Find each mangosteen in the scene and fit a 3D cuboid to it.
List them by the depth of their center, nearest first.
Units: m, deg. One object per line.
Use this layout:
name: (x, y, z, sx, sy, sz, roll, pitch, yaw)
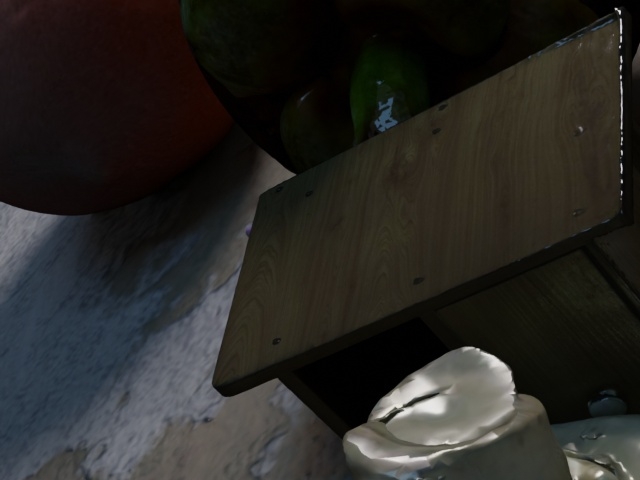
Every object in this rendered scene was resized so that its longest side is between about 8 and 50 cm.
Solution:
mangosteen: (0.052, -0.144, 0.843, 0.300, 0.300, 0.300, -32, 31, 22)

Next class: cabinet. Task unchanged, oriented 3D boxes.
cabinet: (0.094, 0.038, 0.658, 0.215, 0.175, 0.148, -26, 34, 30)

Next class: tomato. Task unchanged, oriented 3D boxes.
tomato: (-0.210, -0.172, 1.204, 0.321, 0.321, 0.321, -32, 31, 22)

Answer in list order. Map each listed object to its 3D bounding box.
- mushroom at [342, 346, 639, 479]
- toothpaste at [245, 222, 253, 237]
mushroom: (0.072, 0.142, 0.490, 0.246, 0.202, 0.246, -24, 14, 6)
toothpaste: (0.000, 0.000, 0.987, 0.170, 0.028, 0.045, 8, 64, 52)
